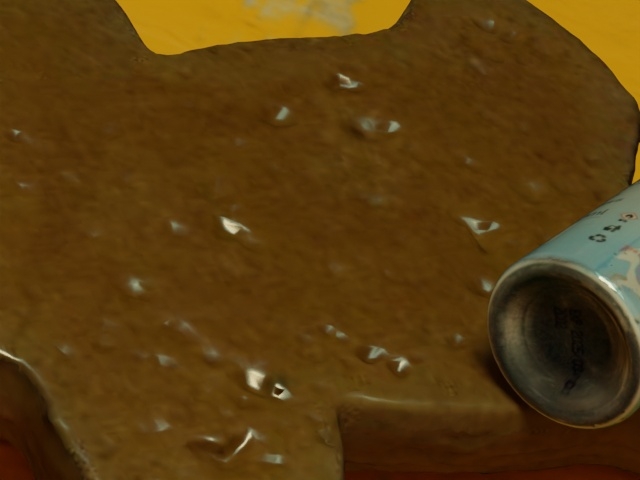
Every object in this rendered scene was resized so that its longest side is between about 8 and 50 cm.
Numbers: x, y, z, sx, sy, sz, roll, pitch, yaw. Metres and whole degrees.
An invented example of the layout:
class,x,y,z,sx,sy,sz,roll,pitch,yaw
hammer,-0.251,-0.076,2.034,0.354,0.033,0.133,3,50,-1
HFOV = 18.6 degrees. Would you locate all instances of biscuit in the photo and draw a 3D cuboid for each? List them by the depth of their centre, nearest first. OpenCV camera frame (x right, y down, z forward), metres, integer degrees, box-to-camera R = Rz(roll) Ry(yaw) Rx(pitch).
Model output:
class,x,y,z,sx,sy,sz,roll,pitch,yaw
biscuit,0.000,0.000,0.860,0.394,0.076,0.368,-6,46,-31

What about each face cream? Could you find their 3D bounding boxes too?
class,x,y,z,sx,sy,sz,roll,pitch,yaw
face cream,0.162,-0.001,0.821,0.075,0.075,0.229,38,42,20
